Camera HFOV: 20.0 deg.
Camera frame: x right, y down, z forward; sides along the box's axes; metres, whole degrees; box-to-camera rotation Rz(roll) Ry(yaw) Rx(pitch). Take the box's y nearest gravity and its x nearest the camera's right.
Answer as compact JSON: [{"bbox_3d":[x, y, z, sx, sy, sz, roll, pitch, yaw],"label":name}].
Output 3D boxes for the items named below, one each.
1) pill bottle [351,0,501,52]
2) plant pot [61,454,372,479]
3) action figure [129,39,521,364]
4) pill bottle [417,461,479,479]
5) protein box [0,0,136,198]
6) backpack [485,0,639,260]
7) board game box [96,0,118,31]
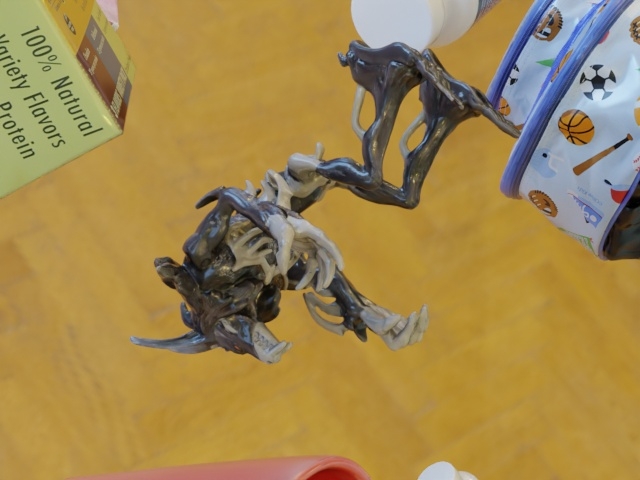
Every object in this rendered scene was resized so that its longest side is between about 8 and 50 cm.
[{"bbox_3d":[0.109,-0.243,1.694,0.112,0.112,0.187,43,42,2],"label":"pill bottle"},{"bbox_3d":[-0.104,0.291,1.423,0.275,0.243,0.275,-10,101,-63],"label":"plant pot"},{"bbox_3d":[0.000,0.000,1.187,0.141,0.275,0.164,48,14,32],"label":"action figure"},{"bbox_3d":[0.099,0.185,1.225,0.083,0.043,0.043,49,35,-33],"label":"pill bottle"},{"bbox_3d":[-0.237,-0.111,0.972,0.200,0.201,0.136,60,8,-19],"label":"protein box"},{"bbox_3d":[0.254,-0.121,1.428,0.213,0.276,0.263,28,41,14],"label":"backpack"},{"bbox_3d":[-0.327,-0.325,1.534,0.319,0.066,0.318,20,42,-31],"label":"board game box"}]
